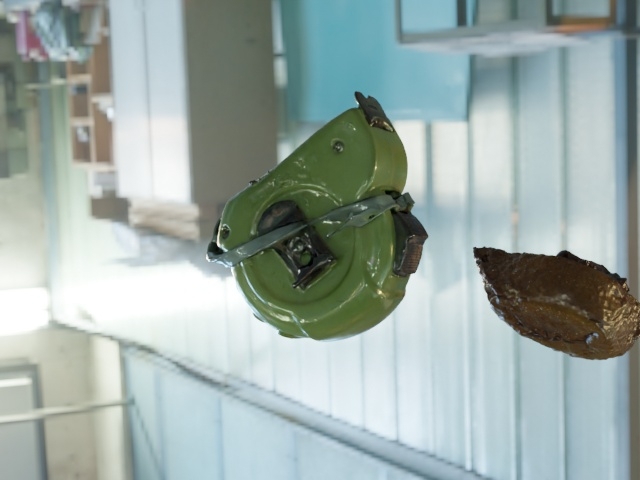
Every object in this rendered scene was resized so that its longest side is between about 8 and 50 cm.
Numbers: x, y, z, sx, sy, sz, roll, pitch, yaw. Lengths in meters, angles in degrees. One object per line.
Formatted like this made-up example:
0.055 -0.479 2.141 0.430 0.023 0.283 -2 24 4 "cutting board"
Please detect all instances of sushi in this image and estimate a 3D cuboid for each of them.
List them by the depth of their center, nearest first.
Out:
0.124 0.028 0.603 0.099 0.047 0.050 30 148 -19 "sushi"

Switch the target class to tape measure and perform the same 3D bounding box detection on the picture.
0.000 0.000 0.934 0.177 0.154 0.087 -35 164 24 "tape measure"
